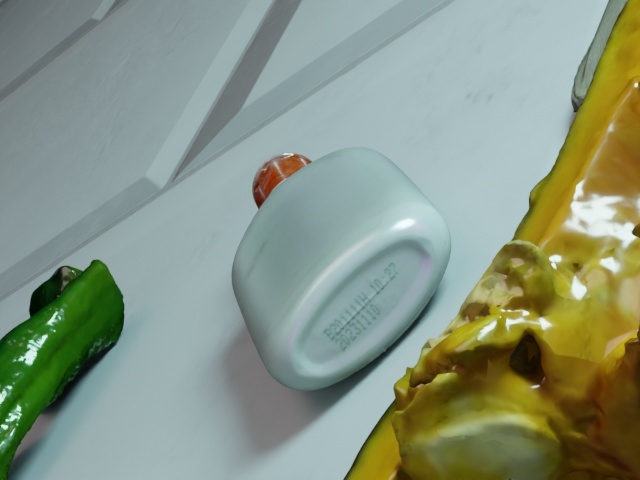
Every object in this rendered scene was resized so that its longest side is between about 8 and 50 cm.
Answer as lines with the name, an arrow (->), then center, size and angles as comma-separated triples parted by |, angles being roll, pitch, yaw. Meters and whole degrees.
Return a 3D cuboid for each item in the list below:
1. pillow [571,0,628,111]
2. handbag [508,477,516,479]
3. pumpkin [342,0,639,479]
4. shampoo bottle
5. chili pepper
pillow -> 0.182, -0.152, 0.829 | 0.130, 0.038, 0.233 | -29, 27, 48
handbag -> 0.105, 0.129, 0.219 | 0.117, 0.183, 0.270 | -19, 9, -25
pumpkin -> 0.134, -0.004, 0.398 | 0.280, 0.139, 0.190 | -60, 13, -12
shampoo bottle -> 0.000, 0.000, 0.878 | 0.108, 0.051, 0.221 | -46, 19, 5
chili pepper -> -0.206, 0.114, 1.044 | 0.253, 0.083, 0.099 | -51, 9, -27
